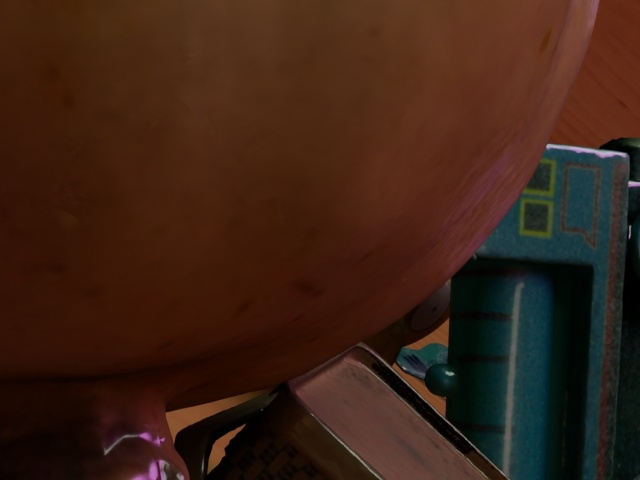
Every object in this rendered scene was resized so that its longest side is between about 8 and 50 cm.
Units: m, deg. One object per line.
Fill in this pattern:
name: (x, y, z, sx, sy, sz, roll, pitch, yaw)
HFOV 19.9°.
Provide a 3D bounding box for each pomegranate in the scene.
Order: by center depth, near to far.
pomegranate: (-0.108, -0.087, 0.621, 0.411, 0.411, 0.411, 40, 11, -10)

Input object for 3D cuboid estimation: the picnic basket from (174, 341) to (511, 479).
picnic basket: (0.040, 0.175, 0.738, 0.266, 0.139, 0.165, 43, 11, 5)

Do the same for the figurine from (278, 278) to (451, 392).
figurine: (-0.004, -0.009, 1.188, 0.228, 0.215, 0.215, 53, 8, -16)

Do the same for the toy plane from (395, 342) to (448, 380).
toy plane: (0.180, 0.203, 1.235, 0.155, 0.106, 0.382, 13, 34, -45)

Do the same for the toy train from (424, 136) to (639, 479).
toy train: (0.140, 0.082, 1.095, 0.194, 0.298, 0.120, 5, -5, -23)
